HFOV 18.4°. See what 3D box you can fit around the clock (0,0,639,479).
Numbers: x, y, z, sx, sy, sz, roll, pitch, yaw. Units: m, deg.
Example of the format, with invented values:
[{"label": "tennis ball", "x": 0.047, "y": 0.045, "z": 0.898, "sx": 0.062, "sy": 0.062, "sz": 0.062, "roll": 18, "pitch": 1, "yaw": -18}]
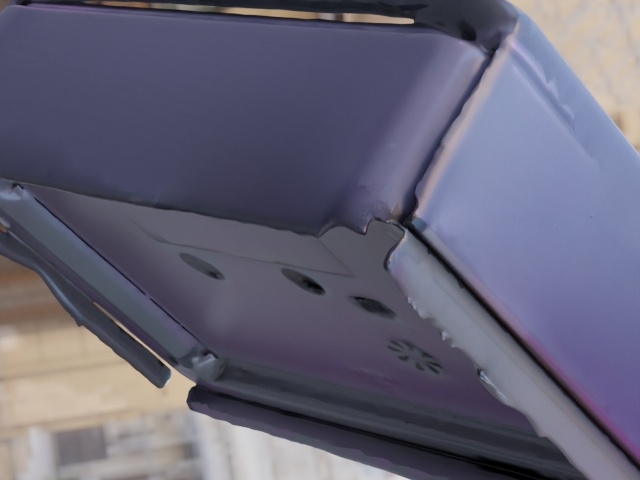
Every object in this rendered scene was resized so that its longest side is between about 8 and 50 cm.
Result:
[{"label": "clock", "x": 0.000, "y": 0.001, "z": 0.524, "sx": 0.193, "sy": 0.073, "sz": 0.144, "roll": 10, "pitch": -26, "yaw": 46}]
